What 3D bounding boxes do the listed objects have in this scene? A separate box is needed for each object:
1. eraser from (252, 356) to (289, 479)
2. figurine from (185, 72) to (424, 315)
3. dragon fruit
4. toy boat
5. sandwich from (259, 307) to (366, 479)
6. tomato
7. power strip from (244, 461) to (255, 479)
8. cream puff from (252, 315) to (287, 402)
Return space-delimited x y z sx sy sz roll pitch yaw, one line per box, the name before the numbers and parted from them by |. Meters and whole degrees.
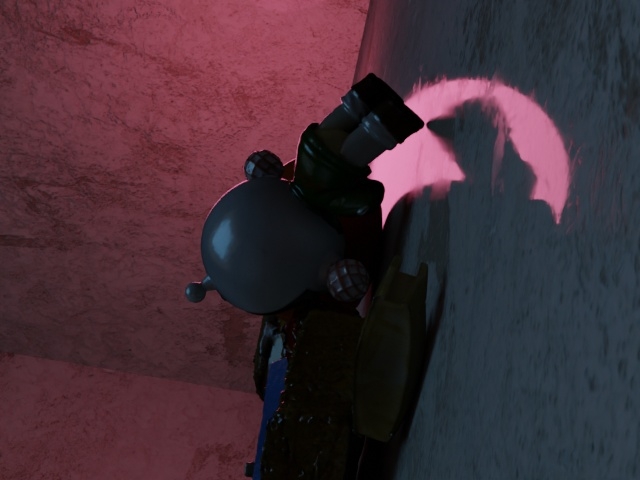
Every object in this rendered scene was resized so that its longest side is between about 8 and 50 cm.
eraser | -0.021 0.271 1.514 0.042 0.144 0.311 59 -161 -28
figurine | -0.022 -0.045 1.338 0.370 0.167 0.281 -48 53 15
dragon fruit | 0.014 0.141 1.452 0.246 0.126 0.125 62 -162 -89
toy boat | 0.070 0.110 1.004 0.072 0.064 0.206 -53 -24 -57
sandwich | -0.002 0.256 1.195 0.301 0.099 0.271 -68 -20 -71
tomato | -0.001 0.003 1.569 0.260 0.180 0.259 -169 90 -90
power strip | -0.064 0.478 1.673 0.229 0.141 0.260 179 98 -86
cream puff | -0.037 0.192 1.868 0.240 0.164 0.240 14 -90 -78
